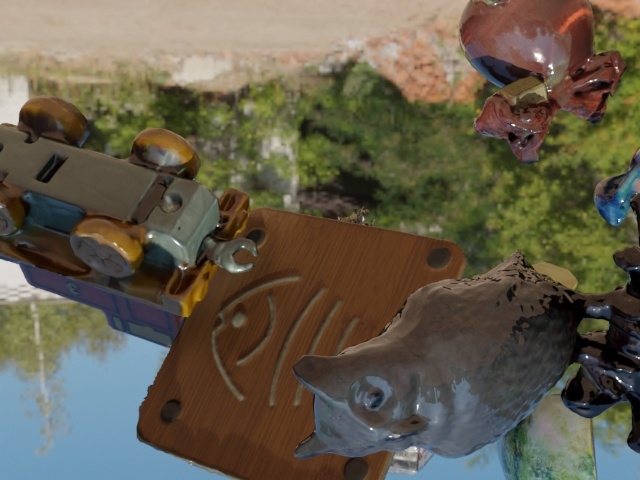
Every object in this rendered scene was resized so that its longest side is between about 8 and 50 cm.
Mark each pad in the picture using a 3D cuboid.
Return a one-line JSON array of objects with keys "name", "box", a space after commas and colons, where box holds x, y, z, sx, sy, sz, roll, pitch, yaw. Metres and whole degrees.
[{"name": "pad", "box": [-0.025, 0.104, 0.934, 0.284, 0.286, 0.018, 11, 156, 33]}]

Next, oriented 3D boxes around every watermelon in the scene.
[{"name": "watermelon", "box": [0.409, 0.375, 1.645, 0.176, 0.260, 0.256, -39, -140, -17]}]

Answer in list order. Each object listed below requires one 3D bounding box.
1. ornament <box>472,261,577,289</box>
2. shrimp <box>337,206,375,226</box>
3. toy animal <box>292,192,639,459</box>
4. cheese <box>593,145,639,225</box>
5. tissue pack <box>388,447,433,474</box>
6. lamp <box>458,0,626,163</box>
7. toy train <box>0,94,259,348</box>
[{"name": "ornament", "box": [0.347, 0.096, 1.673, 0.180, 0.059, 0.201, 18, -150, 28]}, {"name": "shrimp", "box": [-0.001, 0.002, 1.262, 0.144, 0.052, 0.251, 18, 152, -11]}, {"name": "toy animal", "box": [0.077, 0.039, 0.458, 0.210, 0.121, 0.117, -4, -148, -18]}, {"name": "cheese", "box": [0.416, -0.158, 1.038, 0.129, 0.329, 0.217, 37, -179, 23]}, {"name": "tissue pack", "box": [0.005, 0.298, 1.621, 0.394, 0.124, 0.288, 5, -178, 16]}, {"name": "lamp", "box": [0.234, -0.223, 1.057, 0.215, 0.151, 0.223, -26, -121, -24]}, {"name": "toy train", "box": [-0.235, -0.008, 1.035, 0.369, 0.231, 0.163, 17, -128, 15]}]
